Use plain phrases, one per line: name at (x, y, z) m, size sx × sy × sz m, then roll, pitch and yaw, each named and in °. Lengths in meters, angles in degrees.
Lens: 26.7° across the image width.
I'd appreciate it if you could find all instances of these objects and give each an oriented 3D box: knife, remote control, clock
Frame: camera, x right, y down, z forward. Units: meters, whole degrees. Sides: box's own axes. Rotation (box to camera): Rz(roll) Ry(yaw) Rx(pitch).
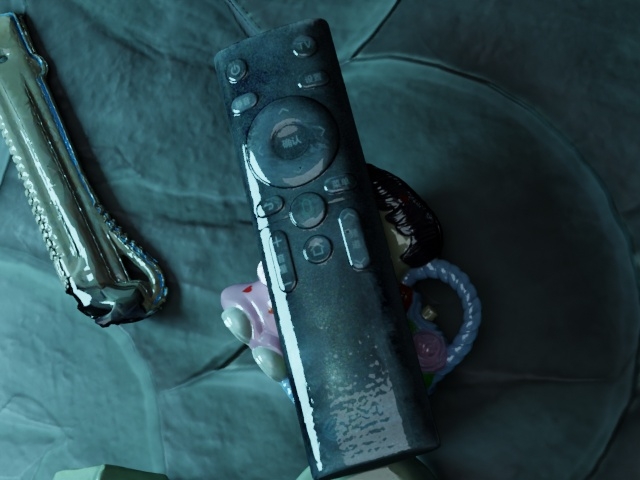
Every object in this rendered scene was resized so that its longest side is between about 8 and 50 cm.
knife at (-0.253, -0.070, 1.308) m, size 0.089 × 0.043 × 0.365 m, roll -22°, pitch 71°, yaw -19°
remote control at (0.000, 0.000, 1.104) m, size 0.107 × 0.044 × 0.378 m, roll -16°, pitch 73°, yaw 7°
clock at (0.037, 0.053, 1.160) m, size 0.195 × 0.100 × 0.194 m, roll -45°, pitch 75°, yaw 11°

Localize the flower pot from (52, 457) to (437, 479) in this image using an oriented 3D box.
flower pot at (-0.076, 0.310, 1.132) m, size 0.367 × 0.164 × 0.254 m, roll -7°, pitch 74°, yaw 18°
